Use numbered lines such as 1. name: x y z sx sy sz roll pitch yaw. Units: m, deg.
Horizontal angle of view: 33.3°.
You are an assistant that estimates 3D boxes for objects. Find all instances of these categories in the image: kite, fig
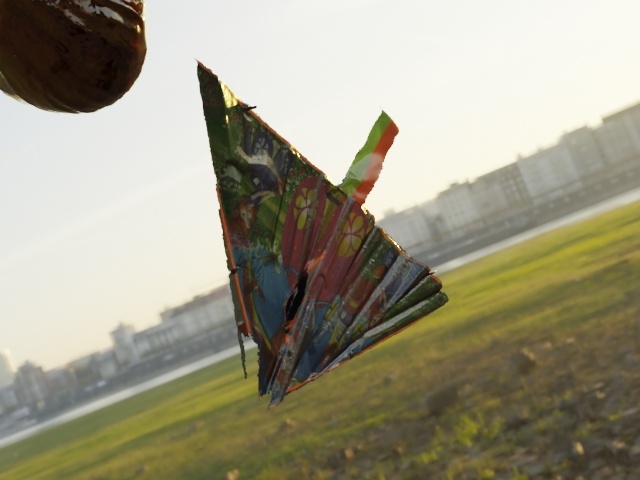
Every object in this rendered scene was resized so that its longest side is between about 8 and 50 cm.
1. kite: 0.000 0.000 0.569 0.014 0.241 0.183 2 56 44
2. fig: -0.340 -0.268 1.164 0.217 0.217 0.321 -23 -28 28
